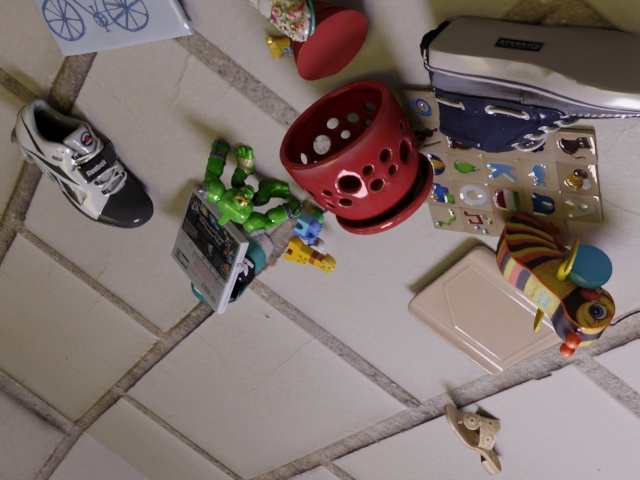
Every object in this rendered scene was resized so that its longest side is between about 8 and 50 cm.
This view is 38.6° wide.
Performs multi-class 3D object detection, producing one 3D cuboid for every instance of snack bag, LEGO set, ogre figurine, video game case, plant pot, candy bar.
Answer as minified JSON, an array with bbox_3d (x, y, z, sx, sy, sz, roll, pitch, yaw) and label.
[{"bbox_3d":[-0.389,-0.458,1.455,0.323,0.037,0.342,1,131,37],"label":"snack bag"},{"bbox_3d":[0.000,0.000,1.652,0.093,0.087,0.227,30,146,5],"label":"LEGO set"},{"bbox_3d":[-0.134,-0.082,1.631,0.097,0.118,0.197,-12,126,45],"label":"ogre figurine"},{"bbox_3d":[-0.217,0.017,1.768,0.190,0.022,0.173,46,128,35],"label":"video game case"},{"bbox_3d":[0.059,-0.115,1.364,0.191,0.191,0.174,-3,136,40],"label":"plant pot"},{"bbox_3d":[-0.013,-0.294,1.370,0.162,0.018,0.040,4,136,36],"label":"candy bar"}]

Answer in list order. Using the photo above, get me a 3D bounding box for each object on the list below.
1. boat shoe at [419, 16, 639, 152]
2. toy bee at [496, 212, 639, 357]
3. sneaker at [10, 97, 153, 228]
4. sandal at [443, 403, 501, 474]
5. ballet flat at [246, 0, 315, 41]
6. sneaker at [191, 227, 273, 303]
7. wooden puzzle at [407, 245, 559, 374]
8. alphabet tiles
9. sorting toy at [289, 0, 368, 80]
[{"bbox_3d":[0.295,-0.183,1.177,0.341,0.127,0.158,21,143,33],"label":"boat shoe"},{"bbox_3d":[0.370,0.082,1.335,0.298,0.162,0.195,20,138,36],"label":"toy bee"},{"bbox_3d":[-0.466,-0.152,1.804,0.331,0.122,0.146,37,147,-5],"label":"sneaker"},{"bbox_3d":[0.341,0.398,1.891,0.079,0.088,0.240,-26,127,16],"label":"sandal"},{"bbox_3d":[-0.070,-0.344,1.184,0.077,0.240,0.091,-7,144,-14],"label":"ballet flat"},{"bbox_3d":[-0.209,0.076,1.874,0.108,0.121,0.302,39,144,-8],"label":"sneaker"},{"bbox_3d":[0.298,0.125,1.611,0.221,0.044,0.238,37,140,-4],"label":"wooden puzzle"},{"bbox_3d":[0.252,-0.110,1.389,0.343,0.011,0.285,9,138,31],"label":"alphabet tiles"},{"bbox_3d":[0.002,-0.387,1.200,0.126,0.127,0.365,49,148,27],"label":"sorting toy"}]
